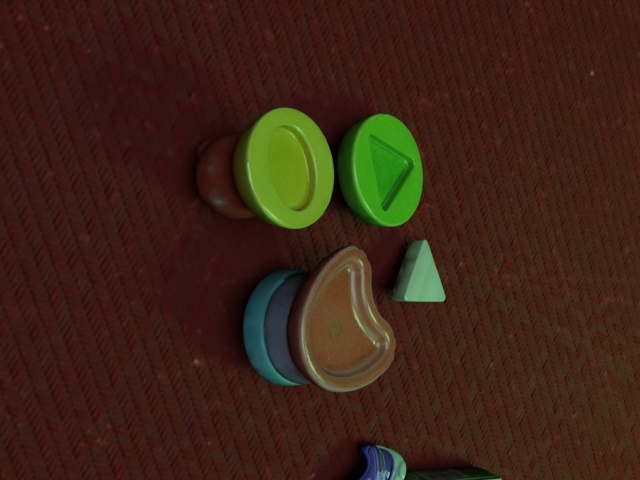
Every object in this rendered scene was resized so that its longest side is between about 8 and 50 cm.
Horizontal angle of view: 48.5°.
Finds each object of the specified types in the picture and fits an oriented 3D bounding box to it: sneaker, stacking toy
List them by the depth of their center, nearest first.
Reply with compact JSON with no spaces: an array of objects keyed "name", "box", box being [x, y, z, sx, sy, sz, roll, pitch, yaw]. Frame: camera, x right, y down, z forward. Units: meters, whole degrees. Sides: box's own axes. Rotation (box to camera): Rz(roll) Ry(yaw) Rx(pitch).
[{"name":"stacking toy","box":[0.000,0.000,0.816,0.279,0.130,0.309,-23,104,-46]},{"name":"sneaker","box":[0.041,0.326,0.847,0.071,0.068,0.170,24,74,-5]}]

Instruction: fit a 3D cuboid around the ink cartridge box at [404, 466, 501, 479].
[{"name":"ink cartridge box","box":[0.161,0.394,0.878,0.109,0.062,0.209,3,86,-21]}]
